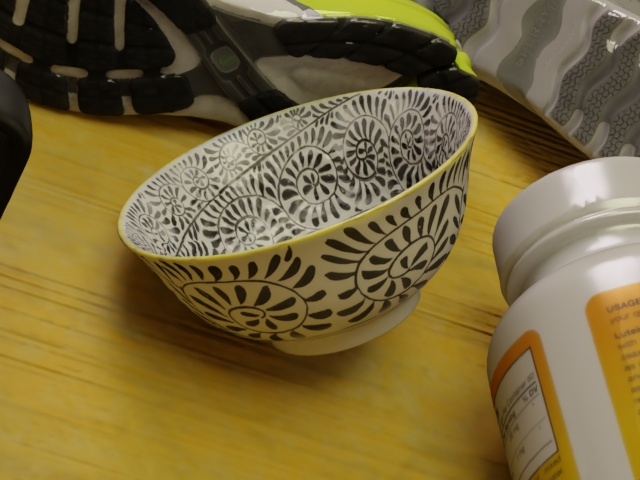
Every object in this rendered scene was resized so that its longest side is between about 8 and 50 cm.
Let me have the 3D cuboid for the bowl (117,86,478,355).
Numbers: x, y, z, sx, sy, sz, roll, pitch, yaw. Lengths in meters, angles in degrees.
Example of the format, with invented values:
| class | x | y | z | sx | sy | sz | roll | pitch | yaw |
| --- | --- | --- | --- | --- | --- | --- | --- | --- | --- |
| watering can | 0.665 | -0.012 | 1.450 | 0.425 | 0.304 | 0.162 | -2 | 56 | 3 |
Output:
| class | x | y | z | sx | sy | sz | roll | pitch | yaw |
| --- | --- | --- | --- | --- | --- | --- | --- | --- | --- |
| bowl | 0.000 | 0.000 | 0.796 | 0.170 | 0.080 | 0.170 | -16 | 23 | 7 |

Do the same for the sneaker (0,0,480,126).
| class | x | y | z | sx | sy | sz | roll | pitch | yaw |
| --- | --- | --- | --- | --- | --- | --- | --- | --- | --- |
| sneaker | -0.069 | -0.127 | 0.888 | 0.300 | 0.111 | 0.121 | 16 | 37 | -21 |

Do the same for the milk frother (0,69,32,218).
| class | x | y | z | sx | sy | sz | roll | pitch | yaw |
| --- | --- | --- | --- | --- | --- | --- | --- | --- | --- |
| milk frother | -0.200 | -0.062 | 0.731 | 0.129 | 0.134 | 0.143 | -11 | 58 | -33 |

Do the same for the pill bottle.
| class | x | y | z | sx | sy | sz | roll | pitch | yaw |
| --- | --- | --- | --- | --- | --- | --- | --- | --- | --- |
| pill bottle | 0.151 | 0.087 | 0.774 | 0.136 | 0.136 | 0.245 | 6 | 50 | -21 |

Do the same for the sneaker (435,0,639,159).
| class | x | y | z | sx | sy | sz | roll | pitch | yaw |
| --- | --- | --- | --- | --- | --- | --- | --- | --- | --- |
| sneaker | 0.122 | -0.122 | 0.990 | 0.281 | 0.105 | 0.115 | 48 | 15 | 22 |
